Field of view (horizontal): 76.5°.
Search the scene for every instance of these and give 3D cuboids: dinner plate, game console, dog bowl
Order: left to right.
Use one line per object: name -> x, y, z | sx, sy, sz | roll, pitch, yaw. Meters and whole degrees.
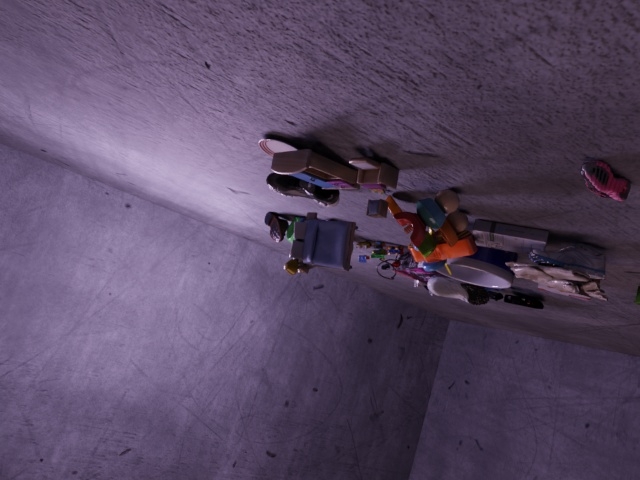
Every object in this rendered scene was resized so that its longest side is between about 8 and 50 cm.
dinner plate -> -0.097, -0.239, 1.085 | 0.141, 0.017, 0.141 | 18, 168, 4
dog bowl -> 0.522, 0.073, 1.386 | 0.265, 0.104, 0.265 | 18, 170, 3
game console -> 0.826, 0.262, 1.885 | 0.361, 0.044, 0.213 | 10, 177, 37

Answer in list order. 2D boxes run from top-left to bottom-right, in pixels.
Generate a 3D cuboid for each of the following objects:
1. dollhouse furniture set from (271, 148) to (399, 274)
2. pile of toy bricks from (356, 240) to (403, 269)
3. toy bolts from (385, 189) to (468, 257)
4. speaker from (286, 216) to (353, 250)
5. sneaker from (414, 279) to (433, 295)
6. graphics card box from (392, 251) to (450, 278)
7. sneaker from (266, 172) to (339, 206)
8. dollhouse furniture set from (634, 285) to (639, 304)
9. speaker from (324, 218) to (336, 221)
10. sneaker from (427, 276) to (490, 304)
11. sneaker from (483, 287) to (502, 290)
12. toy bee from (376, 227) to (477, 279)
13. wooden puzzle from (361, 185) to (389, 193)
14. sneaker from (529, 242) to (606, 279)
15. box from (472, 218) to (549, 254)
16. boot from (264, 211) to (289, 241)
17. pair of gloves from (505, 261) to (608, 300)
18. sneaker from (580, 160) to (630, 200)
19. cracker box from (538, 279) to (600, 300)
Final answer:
dollhouse furniture set -> 0.003, -0.050, 1.014 | 0.198, 0.303, 0.286 | 12, 177, -44
pile of toy bricks -> 0.269, 0.056, 1.783 | 0.212, 0.118, 0.105 | 3, -164, 27
toy bolts -> 0.285, -0.078, 1.083 | 0.218, 0.158, 0.228 | 57, -168, 16
speaker -> 0.000, 0.000, 1.839 | 0.296, 0.131, 0.131 | 23, 168, -23
sneaker -> 0.579, 0.225, 2.022 | 0.281, 0.115, 0.105 | 21, 169, -12
graphics card box -> 0.489, 0.119, 1.703 | 0.232, 0.094, 0.371 | 22, 167, -14
sneaker -> -0.046, -0.167, 1.219 | 0.234, 0.078, 0.106 | 16, 167, -6
dollhouse furniture set -> 1.021, 0.184, 1.199 | 0.151, 0.059, 0.076 | 22, 164, 2
speaker -> 0.021, -0.057, 1.701 | 0.055, 0.055, 0.136 | 22, 169, -20
sneaker -> 0.530, 0.187, 1.562 | 0.237, 0.085, 0.086 | 14, -167, 3
sneaker -> 0.740, 0.208, 1.819 | 0.144, 0.059, 0.053 | 16, 168, 1
toy bee -> 0.338, 0.013, 1.280 | 0.298, 0.195, 0.162 | 3, -154, 23
wooden puzzle -> 0.156, -0.146, 1.156 | 0.083, 0.006, 0.049 | 14, 168, 23
sneaker -> 0.647, 0.041, 1.063 | 0.190, 0.083, 0.071 | 15, 177, 5
box -> 0.534, -0.005, 1.149 | 0.186, 0.038, 0.145 | 13, 168, 29
boot -> -0.177, -0.056, 1.858 | 0.106, 0.082, 0.219 | 15, -154, -31
pair of gloves -> 0.647, 0.111, 1.119 | 0.240, 0.042, 0.204 | 22, 173, -34
sneaker -> 0.492, -0.104, 0.723 | 0.119, 0.047, 0.057 | 25, 179, -24
cracker box -> 0.784, 0.122, 1.289 | 0.155, 0.067, 0.232 | 13, 169, 31
